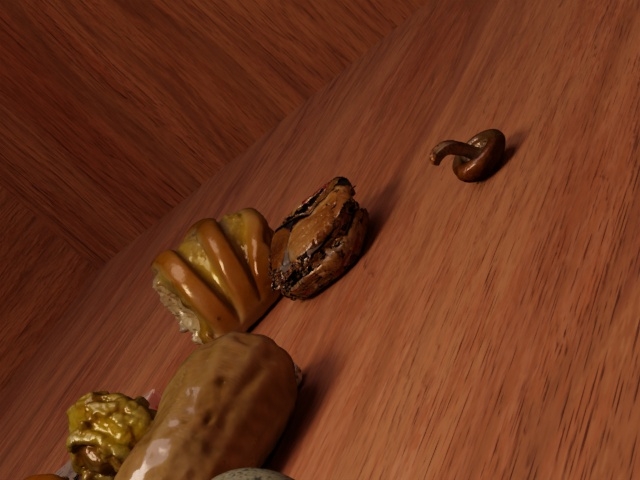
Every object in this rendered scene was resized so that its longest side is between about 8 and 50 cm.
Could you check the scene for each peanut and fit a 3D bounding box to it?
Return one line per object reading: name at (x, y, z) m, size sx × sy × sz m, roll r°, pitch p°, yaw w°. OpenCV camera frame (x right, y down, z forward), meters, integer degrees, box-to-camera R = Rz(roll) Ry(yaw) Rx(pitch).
peanut at (-0.164, 0.281, 1.533) m, size 0.192 × 0.169 × 0.387 m, roll -38°, pitch 16°, yaw 53°

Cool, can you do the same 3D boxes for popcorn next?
popcorn at (-0.336, 0.336, 1.869) m, size 0.197 × 0.197 × 0.155 m, roll -28°, pitch 23°, yaw 53°

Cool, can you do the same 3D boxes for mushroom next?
mushroom at (0.216, -0.120, 1.702) m, size 0.130 × 0.072 × 0.088 m, roll -16°, pitch 18°, yaw -23°

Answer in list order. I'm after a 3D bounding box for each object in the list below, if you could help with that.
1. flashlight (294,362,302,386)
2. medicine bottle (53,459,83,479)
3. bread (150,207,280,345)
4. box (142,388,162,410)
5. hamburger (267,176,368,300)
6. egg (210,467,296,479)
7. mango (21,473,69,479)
flashlight at (-0.107, 0.248, 1.705) m, size 0.200 × 0.047 × 0.093 m, roll -43°, pitch 14°, yaw 19°
medicine bottle at (-0.493, 0.480, 2.199) m, size 0.201 × 0.052 × 0.171 m, roll -42°, pitch 15°, yaw 23°
bread at (-0.196, 0.056, 2.177) m, size 0.270 × 0.211 × 0.316 m, roll -47°, pitch 17°, yaw -6°
box at (-0.300, 0.322, 1.986) m, size 0.125 × 0.089 × 0.043 m, roll -39°, pitch 16°, yaw 34°
hamburger at (0.000, 0.000, 1.971) m, size 0.231 × 0.107 × 0.231 m, roll -40°, pitch 19°, yaw 16°
egg at (-0.072, 0.313, 1.245) m, size 0.172 × 0.132 × 0.132 m, roll -21°, pitch 27°, yaw 39°
mango at (-0.480, 0.492, 1.900) m, size 0.136 × 0.166 × 0.236 m, roll -39°, pitch 15°, yaw 47°
